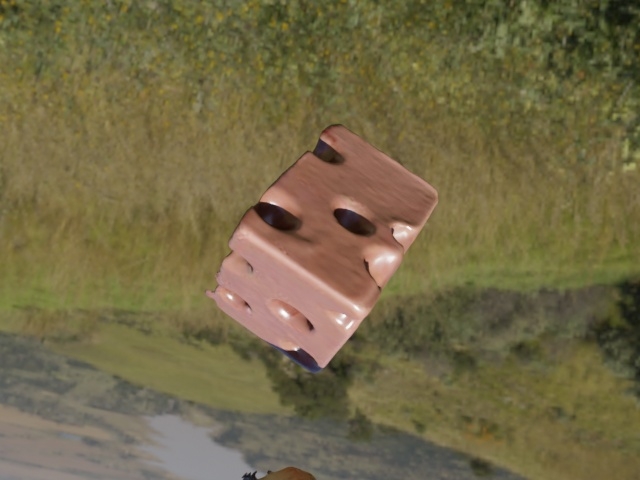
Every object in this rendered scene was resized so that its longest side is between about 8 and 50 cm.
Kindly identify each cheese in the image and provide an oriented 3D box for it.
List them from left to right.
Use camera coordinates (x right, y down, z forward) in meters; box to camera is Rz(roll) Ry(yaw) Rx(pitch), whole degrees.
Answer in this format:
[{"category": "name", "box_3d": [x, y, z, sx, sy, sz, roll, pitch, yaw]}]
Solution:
[{"category": "cheese", "box_3d": [0.009, -0.010, 0.789, 0.128, 0.177, 0.203, 34, 157, 3]}]

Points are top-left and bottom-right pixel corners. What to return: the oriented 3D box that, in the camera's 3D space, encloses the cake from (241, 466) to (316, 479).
[{"category": "cake", "box_3d": [-0.043, 0.387, 0.757, 0.270, 0.319, 0.269, 59, 165, -16]}]
